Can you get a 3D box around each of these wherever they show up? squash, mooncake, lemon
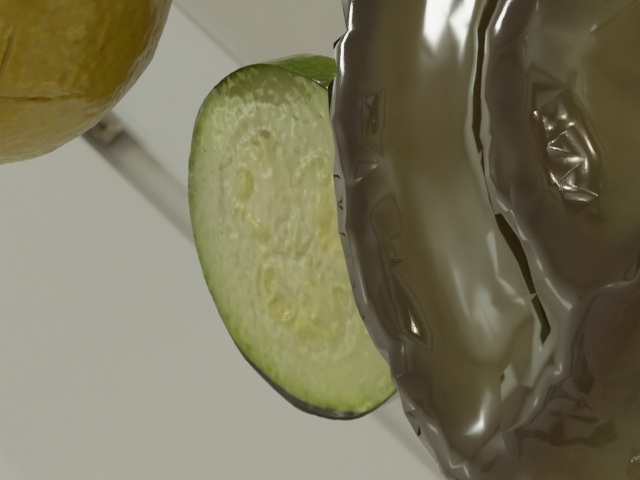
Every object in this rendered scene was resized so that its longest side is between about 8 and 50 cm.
[{"bbox_3d":[0.000,0.000,1.179,0.049,0.252,0.252,-18,-25,-38],"label":"squash"},{"bbox_3d":[0.196,-0.054,0.552,0.246,0.393,0.394,-3,-71,-48],"label":"mooncake"},{"bbox_3d":[-0.234,-0.192,1.141,0.297,0.297,0.297,-45,-9,-9],"label":"lemon"}]
